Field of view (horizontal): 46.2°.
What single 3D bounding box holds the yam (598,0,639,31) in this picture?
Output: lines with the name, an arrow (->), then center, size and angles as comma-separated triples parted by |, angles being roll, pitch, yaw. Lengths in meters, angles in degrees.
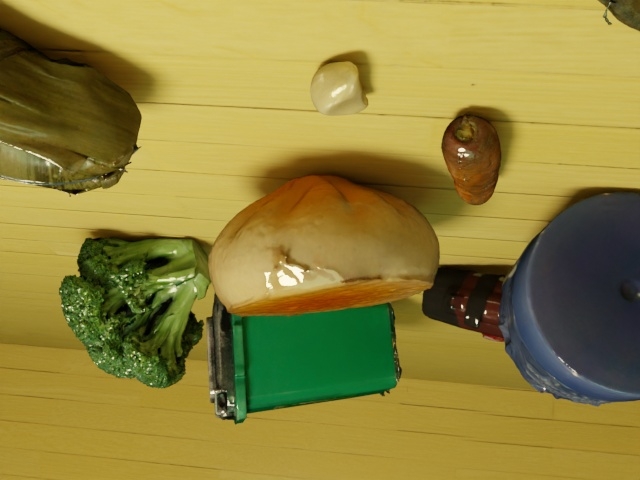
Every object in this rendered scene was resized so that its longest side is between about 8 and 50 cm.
yam -> 0.217, -0.175, 0.543 | 0.234, 0.029, 0.027 | 17, 149, -34

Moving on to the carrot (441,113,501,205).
carrot -> 0.170, -0.082, 0.822 | 0.060, 0.060, 0.186 | 1, 164, 17

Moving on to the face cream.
face cream -> 0.369, 0.086, 0.977 | 0.248, 0.249, 0.225 | 4, 165, 6

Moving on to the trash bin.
trash bin -> -0.045, 0.219, 1.566 | 0.380, 0.295, 0.259 | -2, 164, -10

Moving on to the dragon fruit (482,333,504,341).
dragon fruit -> 0.330, 0.155, 1.500 | 0.190, 0.094, 0.094 | 3, 164, 26

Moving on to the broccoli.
broccoli -> -0.312, 0.113, 1.331 | 0.275, 0.308, 0.308 | -26, 153, 15

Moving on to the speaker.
speaker -> 0.367, 0.100, 1.274 | 0.329, 0.198, 0.259 | 15, -147, 37

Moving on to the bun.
bun -> 0.000, 0.000, 0.963 | 0.298, 0.165, 0.299 | -8, 169, -2

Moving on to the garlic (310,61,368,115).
garlic -> 0.017, -0.142, 0.709 | 0.053, 0.041, 0.083 | -12, 167, 13

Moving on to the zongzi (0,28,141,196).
zongzi -> -0.281, -0.145, 0.660 | 0.250, 0.125, 0.274 | 10, 157, -11
